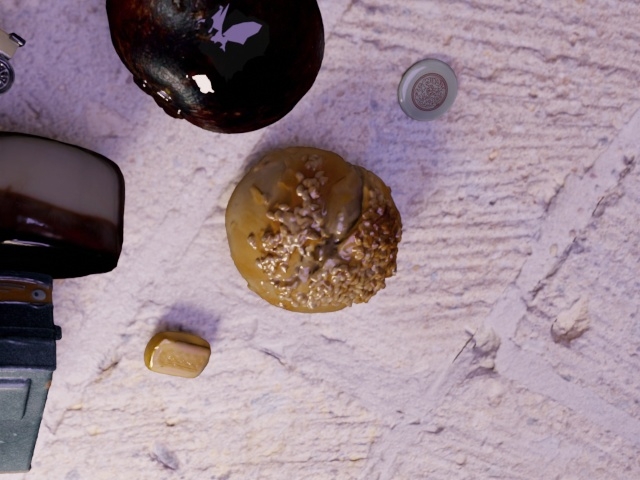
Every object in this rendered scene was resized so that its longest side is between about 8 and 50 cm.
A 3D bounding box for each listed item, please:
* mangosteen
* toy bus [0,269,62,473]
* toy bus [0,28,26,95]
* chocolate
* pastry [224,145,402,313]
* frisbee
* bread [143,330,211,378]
[{"bbox_3d":[-0.136,-0.312,1.446,0.330,0.330,0.330,-8,117,-17],"label":"mangosteen"},{"bbox_3d":[-0.494,0.206,1.558,0.162,0.194,0.323,4,139,-22],"label":"toy bus"},{"bbox_3d":[-0.551,-0.179,1.376,0.179,0.143,0.305,35,75,-29],"label":"toy bus"},{"bbox_3d":[-0.422,-0.054,1.490,0.283,0.283,0.186,4,76,-23],"label":"chocolate"},{"bbox_3d":[0.000,0.000,1.707,0.315,0.184,0.284,38,98,-31],"label":"pastry"},{"bbox_3d":[0.184,-0.255,1.755,0.110,0.014,0.110,-8,117,-17],"label":"frisbee"},{"bbox_3d":[-0.248,0.191,1.778,0.115,0.056,0.082,13,113,-31],"label":"bread"}]
